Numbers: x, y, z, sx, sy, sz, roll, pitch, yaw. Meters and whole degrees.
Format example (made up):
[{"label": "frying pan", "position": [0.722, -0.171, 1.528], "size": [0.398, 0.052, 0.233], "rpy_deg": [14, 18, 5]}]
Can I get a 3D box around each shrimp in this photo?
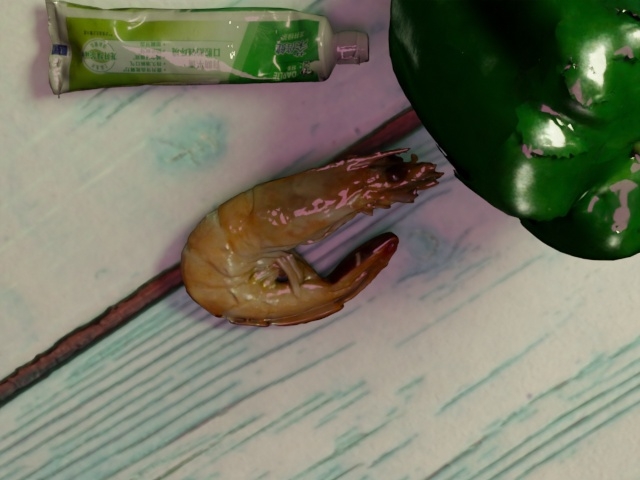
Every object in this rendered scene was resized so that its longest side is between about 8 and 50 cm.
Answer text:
[{"label": "shrimp", "position": [0.000, 0.001, 1.503], "size": [0.236, 0.053, 0.133], "rpy_deg": [-26, 110, 15]}]

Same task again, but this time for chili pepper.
[{"label": "chili pepper", "position": [0.177, -0.126, 1.328], "size": [0.233, 0.257, 0.248], "rpy_deg": [9, 125, -20]}]

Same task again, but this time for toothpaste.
[{"label": "toothpaste", "position": [-0.087, -0.147, 1.441], "size": [0.248, 0.047, 0.078], "rpy_deg": [0, 111, 3]}]
